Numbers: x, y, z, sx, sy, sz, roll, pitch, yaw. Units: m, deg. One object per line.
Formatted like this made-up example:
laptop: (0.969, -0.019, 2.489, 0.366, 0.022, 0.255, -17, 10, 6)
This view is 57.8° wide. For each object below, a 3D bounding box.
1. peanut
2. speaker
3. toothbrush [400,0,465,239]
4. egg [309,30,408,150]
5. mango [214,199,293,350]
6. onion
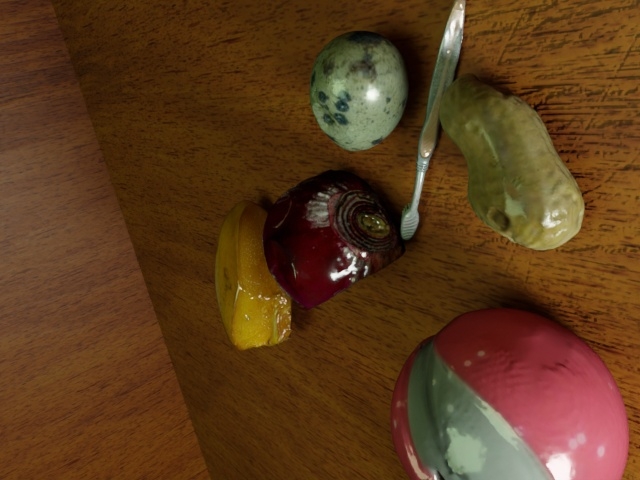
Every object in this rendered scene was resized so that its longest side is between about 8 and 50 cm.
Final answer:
peanut: (0.217, -0.094, 0.691, 0.236, 0.110, 0.120, 60, 162, 13)
speaker: (0.243, 0.232, 0.756, 0.294, 0.294, 0.294, 35, 138, 40)
toothbrush: (0.154, -0.151, 0.822, 0.037, 0.028, 0.375, -86, 2, -50)
egg: (0.053, -0.208, 0.829, 0.141, 0.141, 0.182, 45, 154, 30)
mango: (-0.155, 0.083, 1.306, 0.199, 0.201, 0.350, -5, 100, 27)
onion: (-0.004, -0.004, 0.988, 0.207, 0.206, 0.216, 60, 149, 8)
